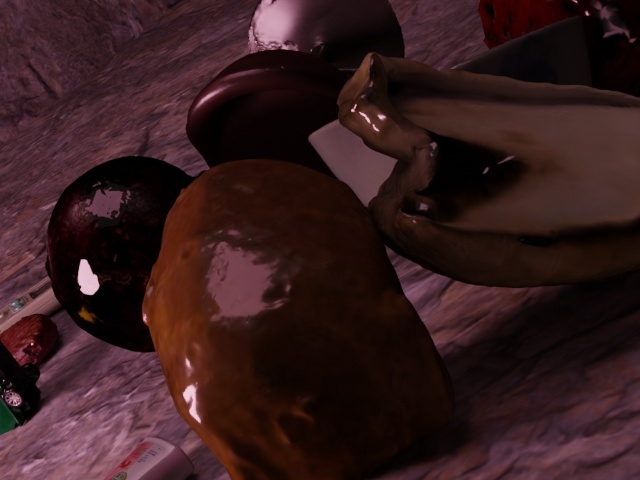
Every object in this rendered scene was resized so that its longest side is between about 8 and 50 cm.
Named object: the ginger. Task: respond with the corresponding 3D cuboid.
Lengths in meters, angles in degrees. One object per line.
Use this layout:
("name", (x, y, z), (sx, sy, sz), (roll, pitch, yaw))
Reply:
("ginger", (-0.028, 0.068, 1.059), (0.200, 0.269, 0.223), (-24, 7, -4))

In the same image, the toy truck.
("toy truck", (-0.392, 0.151, 1.606), (0.079, 0.147, 0.065), (-23, 21, 21))

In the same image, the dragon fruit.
("dragon fruit", (0.372, -0.244, 1.478), (0.329, 0.228, 0.286), (-18, 47, -19))

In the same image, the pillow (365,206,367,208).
("pillow", (0.000, 0.000, 1.526), (0.131, 0.038, 0.232), (-28, 19, 22))

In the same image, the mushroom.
("mushroom", (0.145, -0.019, 1.096), (0.217, 0.292, 0.212), (-88, 21, -45))

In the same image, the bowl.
("bowl", (0.147, -0.093, 1.315), (0.289, 0.146, 0.289), (-24, 1, 1))

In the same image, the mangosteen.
("mangosteen", (-0.174, 0.006, 1.524), (0.265, 0.228, 0.228), (-18, 20, 1))

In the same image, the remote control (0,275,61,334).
("remote control", (-0.426, 0.110, 1.923), (0.221, 0.042, 0.078), (-36, 18, -12))

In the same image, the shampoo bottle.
("shampoo bottle", (-0.169, 0.225, 1.233), (0.099, 0.043, 0.072), (-42, 21, -26))

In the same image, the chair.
("chair", (-0.026, -0.183, 1.729), (0.226, 0.226, 0.401), (-25, 20, 22))

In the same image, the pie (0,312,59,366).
("pie", (-0.410, 0.153, 1.794), (0.153, 0.038, 0.153), (-30, 20, 12))
